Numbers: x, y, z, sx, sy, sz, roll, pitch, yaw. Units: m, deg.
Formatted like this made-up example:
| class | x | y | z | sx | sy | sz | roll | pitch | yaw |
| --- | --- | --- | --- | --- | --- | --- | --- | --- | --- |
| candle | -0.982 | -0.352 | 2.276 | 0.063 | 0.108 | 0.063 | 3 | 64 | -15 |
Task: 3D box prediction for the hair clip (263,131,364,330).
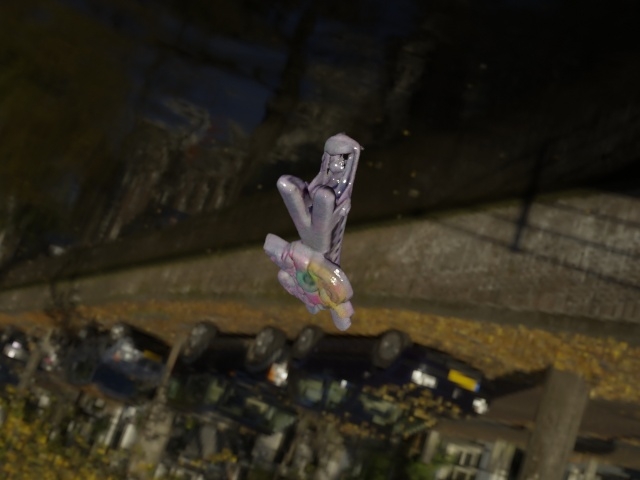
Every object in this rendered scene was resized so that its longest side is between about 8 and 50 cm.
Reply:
| class | x | y | z | sx | sy | sz | roll | pitch | yaw |
| --- | --- | --- | --- | --- | --- | --- | --- | --- | --- |
| hair clip | -0.008 | 0.005 | 1.209 | 0.137 | 0.090 | 0.278 | 26 | 133 | 25 |
